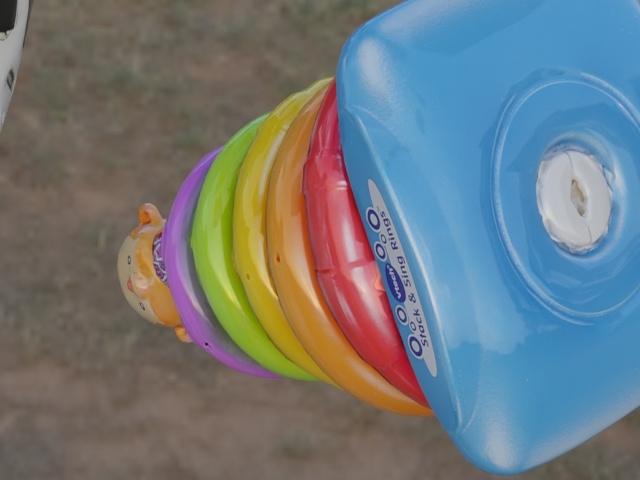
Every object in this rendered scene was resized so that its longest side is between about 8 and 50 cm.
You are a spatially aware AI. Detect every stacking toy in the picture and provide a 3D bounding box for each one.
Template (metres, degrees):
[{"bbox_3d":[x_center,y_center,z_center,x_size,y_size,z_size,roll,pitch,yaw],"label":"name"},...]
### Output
[{"bbox_3d":[0.000,0.000,0.823,0.165,0.175,0.302,-24,10,-38],"label":"stacking toy"}]

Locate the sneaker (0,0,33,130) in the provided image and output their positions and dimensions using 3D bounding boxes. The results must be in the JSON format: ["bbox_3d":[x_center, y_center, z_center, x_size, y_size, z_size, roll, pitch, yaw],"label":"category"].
[{"bbox_3d":[-0.171,-0.113,0.854,0.122,0.330,0.146,0,56,-13],"label":"sneaker"}]
